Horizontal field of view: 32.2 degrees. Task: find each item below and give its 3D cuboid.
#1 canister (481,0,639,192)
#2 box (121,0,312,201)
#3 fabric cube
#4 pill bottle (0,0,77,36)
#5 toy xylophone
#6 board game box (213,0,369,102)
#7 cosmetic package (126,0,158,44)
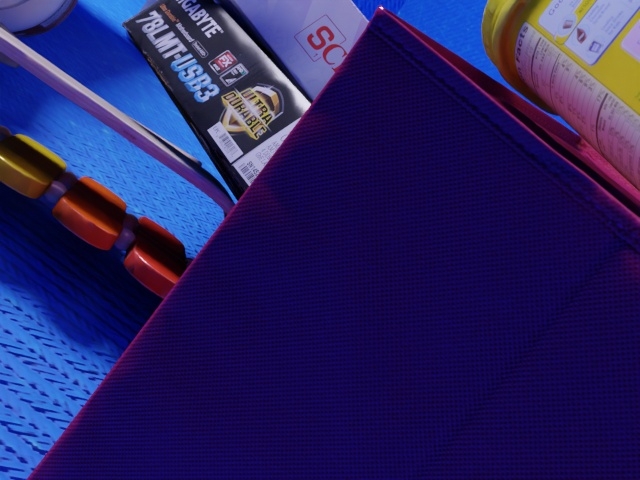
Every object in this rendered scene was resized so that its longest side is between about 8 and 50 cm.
[{"bbox_3d":[0.144,-0.076,0.411,0.073,0.126,0.170,30,19,-31],"label":"canister"},{"bbox_3d":[0.000,0.000,0.761,0.293,0.073,0.295,55,-4,48],"label":"box"},{"bbox_3d":[0.082,0.106,0.467,0.259,0.258,0.254,46,15,27],"label":"fabric cube"},{"bbox_3d":[-0.254,-0.226,0.886,0.121,0.121,0.216,35,1,-13],"label":"pill bottle"},{"bbox_3d":[-0.171,-0.064,0.730,0.323,0.081,0.236,35,2,-3],"label":"toy xylophone"},{"bbox_3d":[0.033,-0.066,0.844,0.318,0.066,0.318,54,-4,18],"label":"board game box"},{"bbox_3d":[-0.101,-0.244,1.344,0.151,0.151,0.184,47,18,32],"label":"cosmetic package"}]
